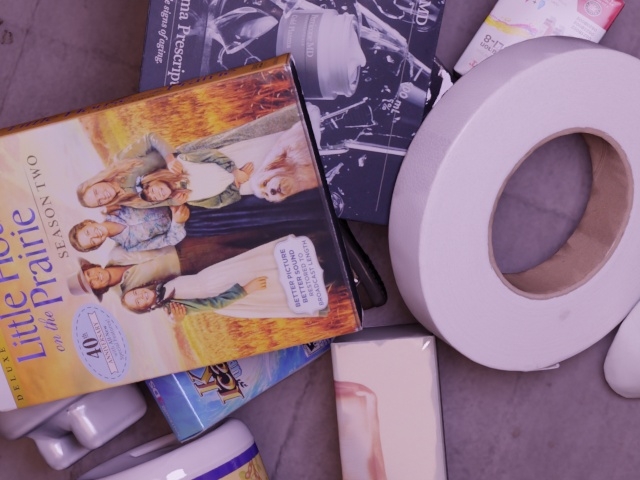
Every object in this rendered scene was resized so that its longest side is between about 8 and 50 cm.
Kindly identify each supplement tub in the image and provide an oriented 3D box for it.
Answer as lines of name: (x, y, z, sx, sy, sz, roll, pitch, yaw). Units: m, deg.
supplement tub: (-0.144, 0.408, 1.604, 0.241, 0.241, 0.331, -21, 91, 7)

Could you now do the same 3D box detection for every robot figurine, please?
robot figurine: (-0.365, 0.105, 1.633, 0.300, 0.200, 0.353, -33, 90, 32)

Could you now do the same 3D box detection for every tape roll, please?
tape roll: (0.257, -0.037, 1.505, 0.392, 0.072, 0.392, -13, 118, -27)

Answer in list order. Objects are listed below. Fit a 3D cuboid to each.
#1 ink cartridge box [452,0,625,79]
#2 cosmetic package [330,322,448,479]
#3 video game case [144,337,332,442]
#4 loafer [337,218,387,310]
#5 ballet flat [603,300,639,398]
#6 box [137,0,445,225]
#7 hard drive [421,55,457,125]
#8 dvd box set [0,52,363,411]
ink cartridge box: (0.257, -0.238, 1.579, 0.128, 0.127, 0.176, 34, 97, 3)
cosmetic package: (0.090, 0.256, 1.615, 0.129, 0.153, 0.296, -4, 91, 6)
video game case: (-0.136, 0.068, 1.593, 0.061, 0.244, 0.269, -31, 89, 47)
loafer: (0.000, 0.000, 1.645, 0.078, 0.080, 0.220, -31, 90, 7)
ballet flat: (0.493, 0.065, 1.527, 0.139, 0.139, 0.400, 46, 108, 2)
box: (-0.035, -0.220, 1.473, 0.312, 0.179, 0.343, 8, 109, -5)
hard drive: (0.072, -0.179, 1.640, 0.172, 0.054, 0.254, -42, 89, 7)
dvd box set: (-0.193, -0.002, 1.419, 0.420, 0.062, 0.307, -13, 106, 7)
